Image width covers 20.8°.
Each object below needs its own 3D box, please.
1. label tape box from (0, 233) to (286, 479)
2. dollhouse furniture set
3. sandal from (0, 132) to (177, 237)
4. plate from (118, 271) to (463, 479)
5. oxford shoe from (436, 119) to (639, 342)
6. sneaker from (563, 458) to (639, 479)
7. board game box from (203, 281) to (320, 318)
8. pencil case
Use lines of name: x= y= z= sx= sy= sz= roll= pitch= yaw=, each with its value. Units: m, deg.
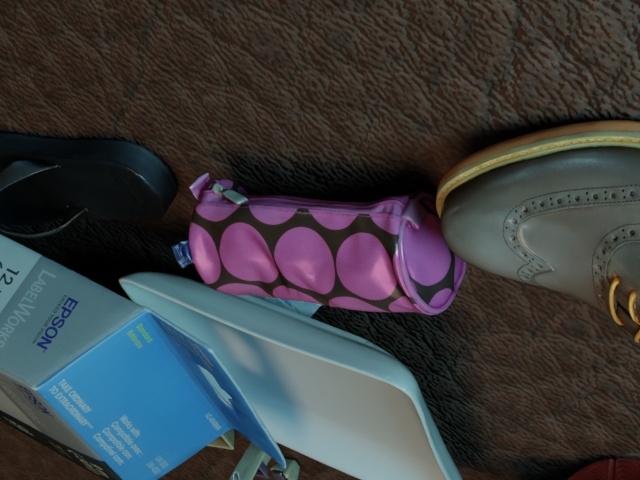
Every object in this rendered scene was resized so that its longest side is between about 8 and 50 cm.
label tape box: x=-0.222 y=0.114 z=1.532 sx=0.347 sy=0.115 sz=0.249 roll=26 pitch=161 yaw=26
dollhouse furniture set: x=-0.097 y=0.223 z=1.700 sx=0.114 sy=0.081 sz=0.091 roll=4 pitch=141 yaw=38
sandal: x=-0.229 y=-0.041 z=1.434 sx=0.254 sy=0.054 sz=0.097 roll=-3 pitch=137 yaw=44
plate: x=-0.008 y=0.123 z=1.468 sx=0.278 sy=0.045 sz=0.277 roll=19 pitch=158 yaw=26
oxford shoe: x=0.217 y=0.020 z=1.058 sx=0.363 sy=0.133 sz=0.130 roll=8 pitch=145 yaw=34
sneaker: x=0.252 y=0.241 z=1.456 sx=0.221 sy=0.087 sz=0.128 roll=-6 pitch=154 yaw=43
board game box: x=-0.046 y=0.039 z=1.432 sx=0.090 sy=0.020 sz=0.090 roll=31 pitch=153 yaw=-4
pencil case: x=0.000 y=0.000 z=1.269 sx=0.209 sy=0.095 sz=0.098 roll=4 pitch=121 yaw=34
